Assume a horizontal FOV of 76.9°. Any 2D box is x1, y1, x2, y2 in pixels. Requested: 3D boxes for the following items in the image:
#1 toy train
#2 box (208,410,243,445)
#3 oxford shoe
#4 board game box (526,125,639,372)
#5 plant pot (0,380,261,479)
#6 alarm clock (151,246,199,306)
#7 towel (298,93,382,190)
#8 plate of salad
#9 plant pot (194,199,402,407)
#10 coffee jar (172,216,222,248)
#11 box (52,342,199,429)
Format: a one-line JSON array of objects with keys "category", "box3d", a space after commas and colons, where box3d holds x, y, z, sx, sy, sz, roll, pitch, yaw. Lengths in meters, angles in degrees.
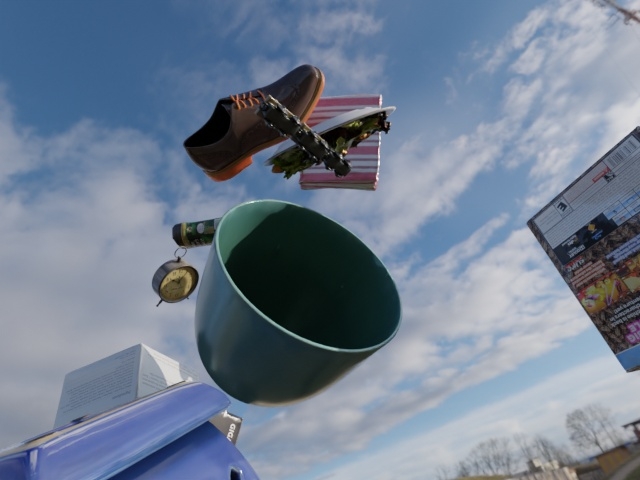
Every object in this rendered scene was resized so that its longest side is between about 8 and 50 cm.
[{"category": "toy train", "box3d": [-0.015, -0.113, 0.448, 0.027, 0.036, 0.158, -43, -35, 16]}, {"category": "box", "box3d": [-0.350, 0.497, 0.905, 0.294, 0.295, 0.073, 34, -46, -20]}, {"category": "oxford shoe", "box3d": [-0.109, -0.213, 0.682, 0.271, 0.097, 0.098, -42, -31, 1]}, {"category": "board game box", "box3d": [0.517, 0.015, 0.618, 0.141, 0.290, 0.232, 0, -36, -25]}, {"category": "plant pot", "box3d": [-0.185, 0.254, 0.325, 0.236, 0.211, 0.236, -23, -11, 17]}, {"category": "alarm clock", "box3d": [-0.426, 0.100, 1.189, 0.130, 0.064, 0.191, -9, -54, -50]}, {"category": "towel", "box3d": [0.039, -0.183, 0.747, 0.144, 0.196, 0.029, 2, -18, 10]}, {"category": "plate of salad", "box3d": [0.015, -0.136, 0.569, 0.200, 0.048, 0.200, -22, 7, 3]}, {"category": "plant pot", "box3d": [-0.060, 0.118, 0.634, 0.293, 0.292, 0.235, 10, -53, -32]}, {"category": "coffee jar", "box3d": [-0.386, -0.023, 1.325, 0.185, 0.078, 0.096, -8, -20, -1]}, {"category": "box", "box3d": [-0.356, 0.308, 0.767, 0.182, 0.118, 0.181, -23, -42, 10]}]
